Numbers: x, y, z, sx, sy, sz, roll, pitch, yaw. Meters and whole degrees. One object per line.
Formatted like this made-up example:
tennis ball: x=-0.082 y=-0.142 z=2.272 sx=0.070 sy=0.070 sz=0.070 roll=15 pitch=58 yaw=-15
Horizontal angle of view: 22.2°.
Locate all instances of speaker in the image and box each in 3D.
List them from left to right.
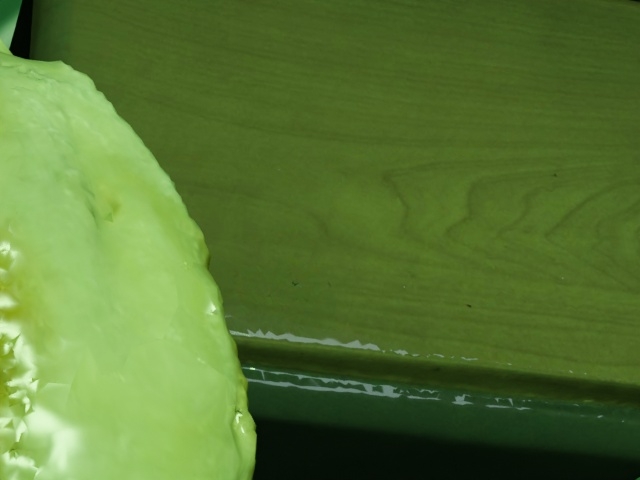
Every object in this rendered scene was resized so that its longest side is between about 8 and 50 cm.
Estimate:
speaker: x=0.000 y=0.000 z=0.583 sx=0.231 sy=0.153 sz=0.192 roll=7 pitch=61 yaw=-16

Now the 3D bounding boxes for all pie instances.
pie: x=-0.171 y=0.069 z=0.434 sx=0.315 sy=0.092 sz=0.315 roll=-5 pitch=74 yaw=20
